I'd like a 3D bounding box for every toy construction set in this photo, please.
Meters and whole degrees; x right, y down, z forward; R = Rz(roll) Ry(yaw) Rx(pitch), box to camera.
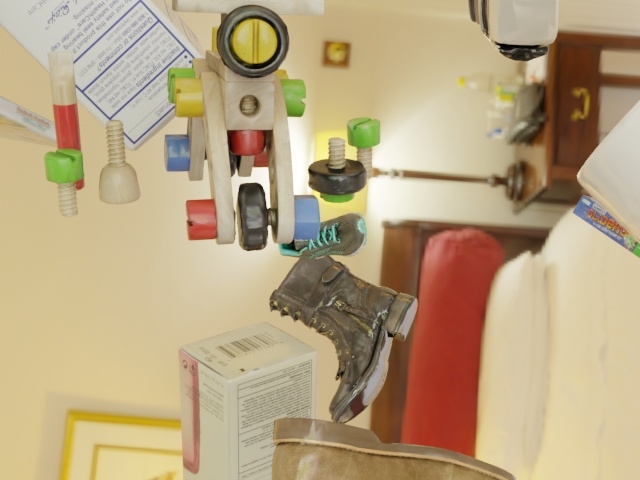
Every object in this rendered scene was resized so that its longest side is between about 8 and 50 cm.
[{"bbox_3d":[-0.113,-0.143,0.863,0.257,0.308,0.237,-62,-26,-65],"label":"toy construction set"}]

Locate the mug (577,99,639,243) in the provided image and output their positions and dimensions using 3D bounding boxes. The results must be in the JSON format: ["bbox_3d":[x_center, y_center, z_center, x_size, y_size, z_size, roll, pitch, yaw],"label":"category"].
[{"bbox_3d":[0.471,-0.052,0.877,0.374,0.328,0.276,-27,-20,-51],"label":"mug"}]

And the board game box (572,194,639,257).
[{"bbox_3d":[0.502,-0.011,1.493,0.136,0.201,0.035,41,111,36],"label":"board game box"}]

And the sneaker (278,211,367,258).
[{"bbox_3d":[0.000,0.000,1.368,0.166,0.076,0.065,-20,80,51],"label":"sneaker"}]

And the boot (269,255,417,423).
[{"bbox_3d":[0.012,0.147,1.550,0.263,0.229,0.091,-59,-23,-17],"label":"boot"}]

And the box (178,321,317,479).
[{"bbox_3d":[-0.097,0.249,1.279,0.127,0.148,0.232,23,118,46],"label":"box"}]

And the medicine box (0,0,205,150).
[{"bbox_3d":[-0.290,-0.290,1.201,0.289,0.149,0.263,47,-174,-23],"label":"medicine box"}]

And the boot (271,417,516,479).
[{"bbox_3d":[0.079,0.269,1.003,0.112,0.305,0.115,-24,55,55],"label":"boot"}]

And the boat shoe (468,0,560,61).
[{"bbox_3d":[0.261,-0.427,1.276,0.158,0.127,0.341,-115,26,-61],"label":"boat shoe"}]

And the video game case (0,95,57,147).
[{"bbox_3d":[-0.462,-0.176,1.224,0.206,0.227,0.026,28,-102,-54],"label":"video game case"}]
